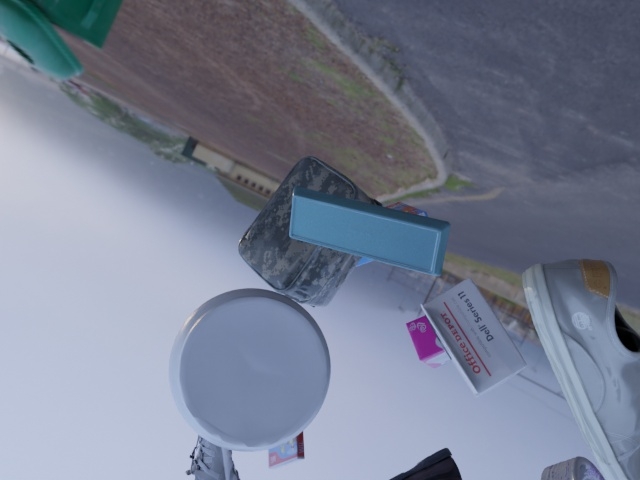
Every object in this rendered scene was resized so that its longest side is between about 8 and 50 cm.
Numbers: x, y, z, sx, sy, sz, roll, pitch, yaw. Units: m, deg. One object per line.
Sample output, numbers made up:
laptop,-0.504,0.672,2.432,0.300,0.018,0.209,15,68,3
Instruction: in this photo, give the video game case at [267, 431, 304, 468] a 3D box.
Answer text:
video game case,-0.101,0.463,1.785,0.025,0.285,0.204,8,152,-25

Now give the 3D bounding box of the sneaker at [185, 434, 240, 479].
sneaker,-0.254,0.493,1.476,0.115,0.282,0.105,-14,173,-9

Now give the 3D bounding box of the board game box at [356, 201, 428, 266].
board game box,0.149,-0.016,1.975,0.308,0.086,0.302,-19,-170,-5

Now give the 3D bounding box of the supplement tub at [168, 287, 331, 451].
supplement tub,-0.114,0.201,1.043,0.241,0.241,0.331,25,168,-4

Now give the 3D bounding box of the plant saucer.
plant saucer,0.049,-0.010,0.751,0.191,0.067,0.018,14,-156,19

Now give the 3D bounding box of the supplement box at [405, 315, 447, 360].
supplement box,0.326,0.278,1.823,0.114,0.111,0.220,70,-169,20

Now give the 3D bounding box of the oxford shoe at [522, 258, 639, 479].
oxford shoe,0.423,0.207,0.939,0.449,0.130,0.169,60,-157,-24

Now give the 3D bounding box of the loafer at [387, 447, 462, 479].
loafer,0.201,0.574,1.479,0.302,0.109,0.095,-19,-118,-30

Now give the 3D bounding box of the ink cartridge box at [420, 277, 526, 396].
ink cartridge box,0.314,0.206,1.345,0.207,0.119,0.353,60,-176,18

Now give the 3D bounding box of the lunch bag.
lunch bag,0.000,0.000,1.491,0.212,0.305,0.256,38,-176,38

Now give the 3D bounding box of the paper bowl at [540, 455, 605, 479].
paper bowl,0.608,0.669,1.536,0.284,0.148,0.284,41,-148,-32
